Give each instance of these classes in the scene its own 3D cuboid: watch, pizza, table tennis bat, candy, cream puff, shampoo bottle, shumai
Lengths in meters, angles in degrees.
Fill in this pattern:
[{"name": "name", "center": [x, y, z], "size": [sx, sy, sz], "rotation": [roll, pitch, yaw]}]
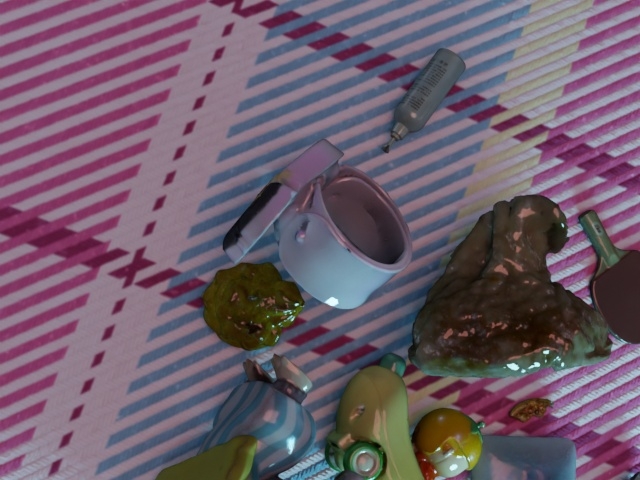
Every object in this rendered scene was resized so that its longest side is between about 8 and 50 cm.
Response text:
[{"name": "watch", "center": [0.000, 0.000, 1.533], "size": [0.231, 0.196, 0.244], "rotation": [48, 33, -6]}, {"name": "pizza", "center": [0.346, 0.277, 1.707], "size": [0.083, 0.016, 0.037], "rotation": [-10, 96, -16]}, {"name": "table tennis bat", "center": [0.504, 0.059, 1.760], "size": [0.138, 0.022, 0.246], "rotation": [-31, 97, -15]}, {"name": "candy", "center": [0.323, 0.381, 1.666], "size": [0.174, 0.071, 0.138], "rotation": [4, 85, -12]}, {"name": "cream puff", "center": [-0.098, 0.099, 1.553], "size": [0.146, 0.116, 0.146], "rotation": [0, 89, -17]}, {"name": "shampoo bottle", "center": [0.156, -0.217, 1.665], "size": [0.056, 0.056, 0.195], "rotation": [38, 80, -10]}, {"name": "shumai", "center": [0.269, 0.068, 1.569], "size": [0.314, 0.267, 0.262], "rotation": [-7, 91, -21]}]

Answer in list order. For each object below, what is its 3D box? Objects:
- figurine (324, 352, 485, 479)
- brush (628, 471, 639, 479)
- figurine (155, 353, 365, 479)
[{"name": "figurine", "center": [0.148, 0.334, 1.602], "size": [0.222, 0.124, 0.324], "rotation": [-37, 96, -17]}, {"name": "brush", "center": [0.417, 0.474, 1.699], "size": [0.060, 0.068, 0.297], "rotation": [42, 73, 13]}, {"name": "figurine", "center": [-0.045, 0.422, 1.509], "size": [0.378, 0.266, 0.361], "rotation": [43, 63, -19]}]
